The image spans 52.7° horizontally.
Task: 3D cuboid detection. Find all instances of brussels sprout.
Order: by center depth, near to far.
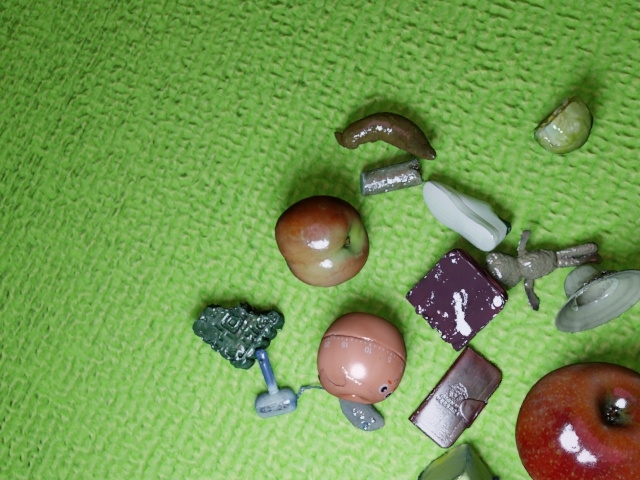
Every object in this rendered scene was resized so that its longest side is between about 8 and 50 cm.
[{"bbox_3d":[0.648,-0.293,1.693,0.122,0.149,0.151,41,129,-1],"label":"brussels sprout"}]

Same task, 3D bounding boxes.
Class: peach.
[{"bbox_3d":[0.000,0.000,1.713,0.252,0.252,0.252,-2,81,10],"label":"peach"}]

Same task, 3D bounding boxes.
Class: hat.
[{"bbox_3d":[0.672,0.116,1.607,0.252,0.252,0.110,-27,52,5],"label":"hat"}]

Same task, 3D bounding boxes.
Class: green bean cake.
[{"bbox_3d":[-0.231,0.231,1.789,0.208,0.107,0.193,35,90,15],"label":"green bean cake"}]

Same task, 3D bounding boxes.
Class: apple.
[{"bbox_3d":[0.633,0.446,1.484,0.349,0.277,0.348,1,53,-1],"label":"apple"}]

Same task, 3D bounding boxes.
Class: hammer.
[{"bbox_3d":[-0.138,0.382,1.739,0.116,0.069,0.194,-15,102,8],"label":"hammer"}]

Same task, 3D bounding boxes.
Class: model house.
[{"bbox_3d":[0.357,0.641,1.578,0.170,0.194,0.211,-41,88,16],"label":"model house"}]

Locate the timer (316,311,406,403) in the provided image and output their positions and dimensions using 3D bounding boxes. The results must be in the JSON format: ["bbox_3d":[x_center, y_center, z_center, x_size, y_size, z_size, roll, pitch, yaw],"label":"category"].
[{"bbox_3d":[0.105,0.303,1.649,0.230,0.229,0.215,15,68,12],"label":"timer"}]

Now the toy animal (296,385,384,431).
[{"bbox_3d":[0.055,0.435,1.725,0.253,0.070,0.079,23,70,16],"label":"toy animal"}]

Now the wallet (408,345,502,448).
[{"bbox_3d":[0.359,0.413,1.688,0.137,0.031,0.255,38,89,14],"label":"wallet"}]

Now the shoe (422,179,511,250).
[{"bbox_3d":[0.396,-0.078,1.740,0.110,0.095,0.265,-24,57,-31],"label":"shoe"}]

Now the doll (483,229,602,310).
[{"bbox_3d":[0.567,0.053,1.680,0.286,0.091,0.202,-37,110,14],"label":"doll"}]

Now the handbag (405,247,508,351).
[{"bbox_3d":[0.354,0.152,1.680,0.203,0.074,0.216,46,115,17],"label":"handbag"}]

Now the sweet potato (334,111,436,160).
[{"bbox_3d":[0.185,-0.298,1.800,0.310,0.098,0.124,13,77,17],"label":"sweet potato"}]

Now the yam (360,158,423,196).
[{"bbox_3d":[0.193,-0.173,1.790,0.179,0.078,0.078,-11,79,9],"label":"yam"}]
